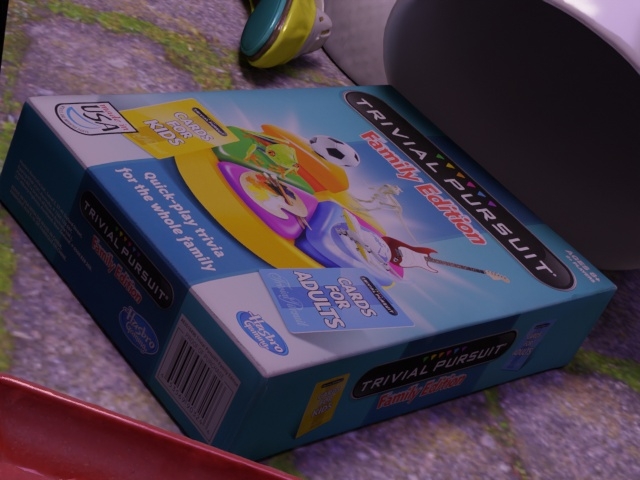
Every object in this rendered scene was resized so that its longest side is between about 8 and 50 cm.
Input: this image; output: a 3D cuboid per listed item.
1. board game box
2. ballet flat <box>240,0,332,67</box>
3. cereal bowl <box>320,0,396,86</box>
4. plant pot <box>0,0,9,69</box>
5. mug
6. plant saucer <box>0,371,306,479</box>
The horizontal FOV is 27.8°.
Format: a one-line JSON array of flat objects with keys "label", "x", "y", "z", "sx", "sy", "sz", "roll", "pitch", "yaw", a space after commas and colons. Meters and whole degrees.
[{"label": "board game box", "x": 0.000, "y": 0.000, "z": 0.852, "sx": 0.336, "sy": 0.079, "sz": 0.254, "roll": -9, "pitch": 46, "yaw": -45}, {"label": "ballet flat", "x": -0.028, "y": -0.210, "z": 1.169, "sx": 0.077, "sy": 0.077, "sz": 0.231, "roll": 32, "pitch": 24, "yaw": -24}, {"label": "cereal bowl", "x": 0.170, "y": -0.215, "z": 1.257, "sx": 0.339, "sy": 0.141, "sz": 0.339, "roll": 18, "pitch": 32, "yaw": -12}, {"label": "plant pot", "x": -0.297, "y": -0.099, "z": 0.694, "sx": 0.188, "sy": 0.187, "sz": 0.167, "roll": 38, "pitch": 45, "yaw": 19}, {"label": "mug", "x": 0.292, "y": -0.160, "z": 0.992, "sx": 0.374, "sy": 0.276, "sz": 0.328, "roll": 34, "pitch": 63, "yaw": 21}, {"label": "plant saucer", "x": -0.062, "y": 0.189, "z": 0.544, "sx": 0.258, "sy": 0.048, "sz": 0.259, "roll": 21, "pitch": 30, "yaw": -9}]
